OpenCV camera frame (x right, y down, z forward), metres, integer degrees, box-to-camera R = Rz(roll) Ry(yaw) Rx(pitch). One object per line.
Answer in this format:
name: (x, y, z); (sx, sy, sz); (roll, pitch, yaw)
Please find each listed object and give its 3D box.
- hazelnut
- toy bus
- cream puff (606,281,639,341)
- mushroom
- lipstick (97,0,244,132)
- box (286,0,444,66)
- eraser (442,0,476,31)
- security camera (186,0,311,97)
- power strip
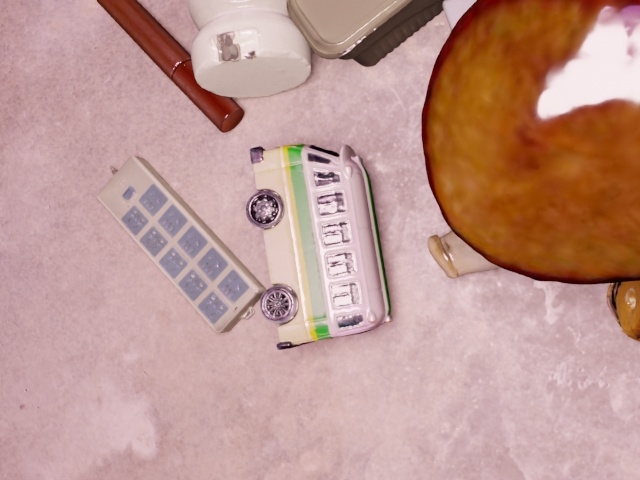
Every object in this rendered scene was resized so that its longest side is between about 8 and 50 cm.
hazelnut: (0.317, -0.151, 0.814); (0.429, 0.402, 0.401); (-23, 79, 44)
toy bus: (0.000, 0.000, 1.109); (0.179, 0.143, 0.305); (-11, 83, 14)
cream puff: (0.453, 0.073, 0.978); (0.104, 0.119, 0.133); (7, 103, -4)
mushroom: (0.327, -0.016, 1.035); (0.352, 0.097, 0.109); (-9, 71, 21)
lipstick: (-0.264, -0.322, 1.253); (0.356, 0.057, 0.057); (46, 100, 15)
box: (0.103, -0.367, 1.076); (0.274, 0.178, 0.138); (-35, 77, 13)
eraser: (0.341, -0.309, 1.039); (0.290, 0.104, 0.189); (-20, 90, 16)
security camera: (-0.113, -0.363, 1.145); (0.195, 0.194, 0.236); (-7, 80, 17)
power strip: (-0.244, -0.001, 1.237); (0.367, 0.043, 0.106); (45, 100, 15)
